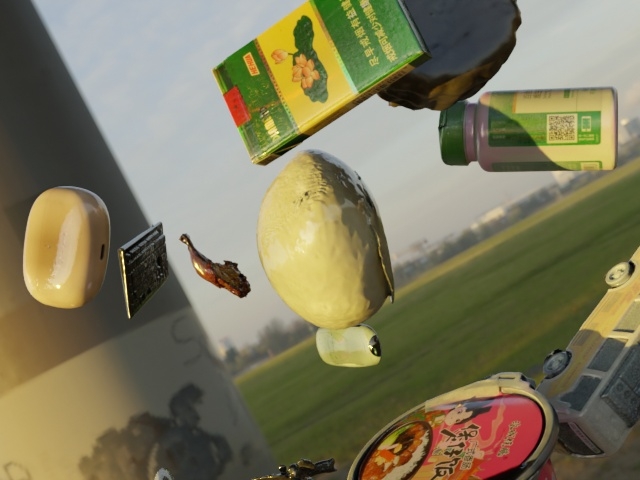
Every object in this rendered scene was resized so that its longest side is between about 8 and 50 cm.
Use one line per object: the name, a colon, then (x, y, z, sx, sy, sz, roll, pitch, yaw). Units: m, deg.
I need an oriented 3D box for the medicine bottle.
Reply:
medicine bottle: (0.329, -0.174, 1.627, 0.274, 0.133, 0.133, -1, 4, 17)

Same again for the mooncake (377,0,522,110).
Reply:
mooncake: (0.131, -0.272, 1.298, 0.228, 0.228, 0.124, -27, -12, -12)

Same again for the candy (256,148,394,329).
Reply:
candy: (0.000, 0.000, 1.506, 0.185, 0.295, 0.295, -19, -5, -3)

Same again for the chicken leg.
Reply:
chicken leg: (-0.170, 0.044, 1.648, 0.037, 0.145, 0.062, -34, 31, 43)

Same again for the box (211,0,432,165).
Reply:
box: (-0.004, -0.197, 1.143, 0.235, 0.132, 0.034, -31, -16, 22)

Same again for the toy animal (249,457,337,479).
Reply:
toy animal: (-0.067, 0.364, 1.439, 0.148, 0.084, 0.233, 18, -45, -37)

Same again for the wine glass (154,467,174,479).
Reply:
wine glass: (-0.272, 0.319, 1.228, 0.198, 0.066, 0.066, -1, -20, -37)

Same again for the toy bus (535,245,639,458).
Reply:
toy bus: (0.406, 0.129, 1.339, 0.342, 0.097, 0.138, -50, 18, -18)

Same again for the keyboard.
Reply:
keyboard: (-0.160, 0.023, 0.946, 0.010, 0.063, 0.198, -6, 8, 1)

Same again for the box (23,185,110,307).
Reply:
box: (-0.417, 0.011, 1.689, 0.146, 0.200, 0.088, 8, 1, 23)

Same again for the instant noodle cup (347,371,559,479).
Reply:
instant noodle cup: (0.182, 0.311, 1.194, 0.302, 0.181, 0.258, -35, 18, -28)

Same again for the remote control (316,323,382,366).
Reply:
remote control: (0.052, 0.214, 2.108, 0.045, 0.097, 0.256, -14, 0, -29)
